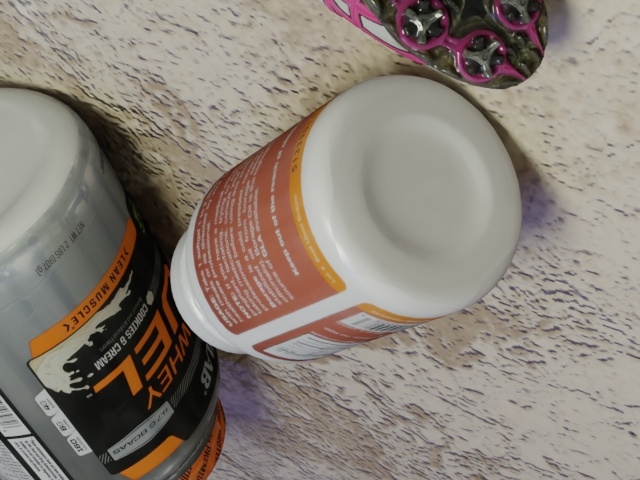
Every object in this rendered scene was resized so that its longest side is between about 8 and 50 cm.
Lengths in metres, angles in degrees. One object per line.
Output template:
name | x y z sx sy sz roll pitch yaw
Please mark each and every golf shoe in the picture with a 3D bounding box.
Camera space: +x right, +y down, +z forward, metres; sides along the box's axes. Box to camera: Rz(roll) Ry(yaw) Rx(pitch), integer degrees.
golf shoe | 0.018 -0.131 0.544 0.186 0.067 0.086 37 178 -6

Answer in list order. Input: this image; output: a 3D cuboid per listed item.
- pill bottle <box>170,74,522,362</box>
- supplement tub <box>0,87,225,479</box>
pill bottle | 0.000 0.000 0.686 0.121 0.121 0.216 42 151 -13
supplement tub | -0.192 0.063 0.906 0.193 0.193 0.316 14 146 32
